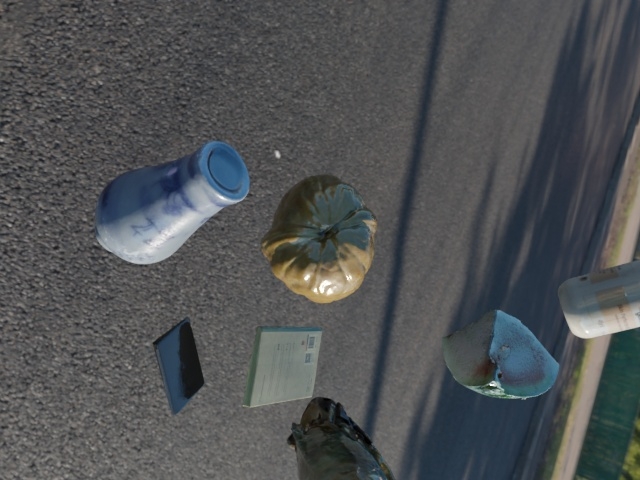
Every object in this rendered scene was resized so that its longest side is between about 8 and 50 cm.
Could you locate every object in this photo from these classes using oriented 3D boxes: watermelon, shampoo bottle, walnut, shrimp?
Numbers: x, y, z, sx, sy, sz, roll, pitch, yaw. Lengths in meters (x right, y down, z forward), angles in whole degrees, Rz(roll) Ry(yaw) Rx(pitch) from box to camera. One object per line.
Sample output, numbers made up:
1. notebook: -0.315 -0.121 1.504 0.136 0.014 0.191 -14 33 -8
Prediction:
1. watermelon: 0.482 0.289 1.457 0.320 0.290 0.213 -77 174 -85
2. shampoo bottle: 0.374 0.056 0.637 0.074 0.192 0.073 45 35 -44
3. walnut: 0.000 0.000 1.346 0.285 0.285 0.296 -2 77 -58
4. shrimp: 0.062 0.312 0.702 0.221 0.446 0.109 33 88 -20

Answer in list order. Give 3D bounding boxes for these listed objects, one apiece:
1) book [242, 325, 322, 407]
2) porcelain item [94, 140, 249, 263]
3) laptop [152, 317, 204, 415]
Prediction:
1. book: -0.093 0.340 1.556 0.283 0.025 0.214 16 82 -54
2. porcelain item: -0.220 -0.050 0.804 0.141 0.259 0.141 30 50 -44
3. laptop: -0.333 0.296 1.346 0.135 0.016 0.197 -42 129 -60
